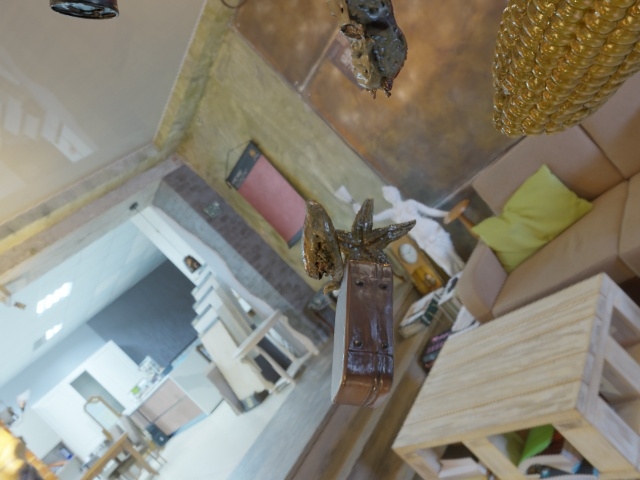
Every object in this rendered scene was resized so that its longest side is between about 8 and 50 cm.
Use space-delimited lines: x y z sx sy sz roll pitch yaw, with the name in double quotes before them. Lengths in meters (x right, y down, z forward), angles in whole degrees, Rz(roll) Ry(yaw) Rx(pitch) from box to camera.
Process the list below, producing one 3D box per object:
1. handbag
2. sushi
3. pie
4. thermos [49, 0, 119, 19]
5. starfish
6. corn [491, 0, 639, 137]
"handbag" 0.059 0.139 0.680 0.151 0.072 0.193 101 174 -50
"sushi" 0.111 -0.504 1.128 0.130 0.332 0.124 -35 28 -9
"pie" 0.000 0.000 0.944 0.079 0.163 0.193 -7 -29 2
"thermos" -0.394 -0.557 0.785 0.109 0.136 0.330 -31 -57 -68
"starfish" 0.094 0.010 1.082 0.277 0.235 0.062 -39 -14 -2
"corn" 0.202 -0.188 0.322 0.130 0.130 0.347 -45 -15 -16
